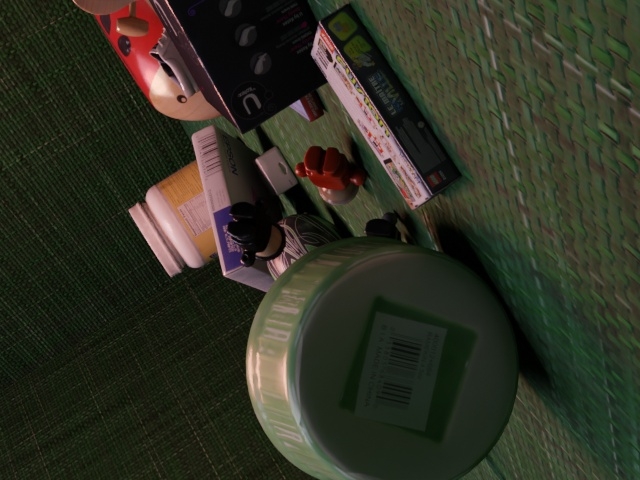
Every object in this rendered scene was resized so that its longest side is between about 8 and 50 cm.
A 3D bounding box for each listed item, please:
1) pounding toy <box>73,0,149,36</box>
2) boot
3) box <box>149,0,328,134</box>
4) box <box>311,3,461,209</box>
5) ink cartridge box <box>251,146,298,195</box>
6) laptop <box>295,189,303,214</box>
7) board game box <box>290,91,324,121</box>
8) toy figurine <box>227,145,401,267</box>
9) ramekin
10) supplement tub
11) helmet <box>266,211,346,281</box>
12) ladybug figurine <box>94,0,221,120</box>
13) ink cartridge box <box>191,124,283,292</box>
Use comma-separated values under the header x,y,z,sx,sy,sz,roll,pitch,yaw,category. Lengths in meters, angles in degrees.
x,y,z,sx,sy,sz,roll,pitch,yaw,category
-0.403,-0.510,1.750,0.155,0.154,0.270,-134,40,-57,pounding toy
-0.275,-0.393,1.777,0.258,0.123,0.095,55,172,15,boot
-0.117,-0.286,1.106,0.270,0.143,0.165,61,173,-29,box
0.063,-0.133,0.977,0.207,0.036,0.114,57,173,2,box
-0.096,-0.141,1.943,0.089,0.052,0.122,58,172,-6,ink cartridge box
0.083,0.131,2.053,0.382,0.236,0.408,87,178,-75,laptop
-0.082,-0.273,1.384,0.145,0.027,0.281,61,173,-30,board game box
0.000,0.000,1.297,0.210,0.213,0.148,52,-179,19,toy figurine
0.076,0.143,1.079,0.303,0.303,0.148,58,166,-6,ramekin
-0.292,-0.080,2.398,0.241,0.331,0.241,56,173,11,supplement tub
-0.021,0.032,1.751,0.161,0.169,0.169,42,-175,-42,helmet
-0.349,-0.424,1.992,0.449,0.161,0.305,55,173,22,ladybug figurine
-0.133,-0.047,2.021,0.330,0.071,0.324,26,-136,-60,ink cartridge box
